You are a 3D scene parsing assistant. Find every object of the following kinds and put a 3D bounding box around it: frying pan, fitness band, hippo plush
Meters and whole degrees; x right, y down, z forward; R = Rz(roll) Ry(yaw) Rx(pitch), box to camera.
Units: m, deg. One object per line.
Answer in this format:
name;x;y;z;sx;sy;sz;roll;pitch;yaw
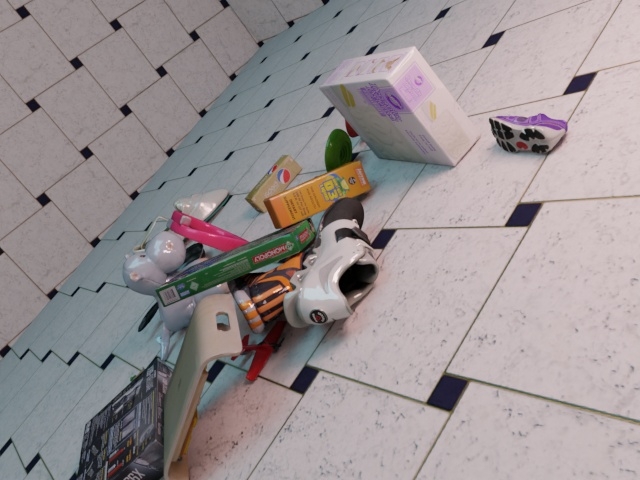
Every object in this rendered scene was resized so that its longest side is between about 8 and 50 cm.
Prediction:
frying pan;-0.419;0.126;1.900;0.197;0.053;0.326;-34;28;23
fitness band;-0.305;-0.020;1.762;0.291;0.209;0.054;22;92;65
hippo plush;-0.404;0.099;1.690;0.294;0.236;0.234;-45;24;-2

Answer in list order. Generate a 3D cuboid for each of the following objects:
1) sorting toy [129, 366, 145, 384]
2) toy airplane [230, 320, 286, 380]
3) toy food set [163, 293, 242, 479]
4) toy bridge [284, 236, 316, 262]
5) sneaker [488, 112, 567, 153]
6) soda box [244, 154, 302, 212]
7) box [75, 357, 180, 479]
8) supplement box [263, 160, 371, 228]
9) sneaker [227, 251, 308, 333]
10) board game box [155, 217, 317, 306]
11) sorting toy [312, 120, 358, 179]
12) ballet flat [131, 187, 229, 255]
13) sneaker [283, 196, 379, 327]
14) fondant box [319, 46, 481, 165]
sorting toy;-0.467;0.356;1.654;0.062;0.012;0.083;-55;29;-10
toy airplane;-0.129;0.218;1.317;0.151;0.028;0.151;-35;24;18
toy food set;-0.217;0.275;1.193;0.220;0.092;0.306;-120;48;-65
toy bridge;0.000;0.000;1.465;0.188;0.026;0.063;-30;26;29
sneaker;0.375;-0.199;1.167;0.071;0.068;0.170;-35;30;-15
soda box;-0.140;-0.169;1.916;0.181;0.061;0.058;-51;25;-14
box;-0.407;0.424;1.370;0.242;0.076;0.307;-43;24;4
supplement box;-0.007;-0.105;1.466;0.233;0.078;0.080;-26;6;-17
sneaker;-0.090;0.103;1.360;0.180;0.124;0.321;-29;12;-9
board game box;-0.173;0.042;1.395;0.317;0.046;0.213;-22;5;12
sorting toy;0.099;-0.233;1.633;0.126;0.127;0.365;8;54;25
ballet flat;-0.488;-0.061;2.214;0.400;0.139;0.139;-46;24;-4
sneaker;0.058;0.036;1.236;0.146;0.122;0.330;-6;41;29
fondant box;0.161;-0.285;1.404;0.096;0.238;0.330;-49;24;-10
